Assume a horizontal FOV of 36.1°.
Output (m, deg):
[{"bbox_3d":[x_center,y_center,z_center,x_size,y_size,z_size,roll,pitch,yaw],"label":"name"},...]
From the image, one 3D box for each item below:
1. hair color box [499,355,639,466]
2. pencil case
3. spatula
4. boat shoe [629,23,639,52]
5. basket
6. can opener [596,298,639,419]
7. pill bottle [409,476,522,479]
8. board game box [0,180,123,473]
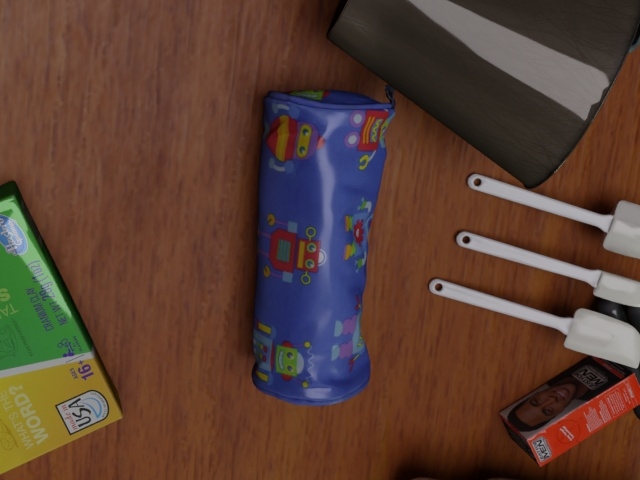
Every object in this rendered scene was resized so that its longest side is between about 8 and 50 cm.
[{"bbox_3d":[0.281,0.186,1.100,0.141,0.072,0.043,-31,112,-7],"label":"hair color box"},{"bbox_3d":[0.000,0.000,0.942,0.119,0.133,0.306,10,105,24],"label":"pencil case"},{"bbox_3d":[0.251,0.023,1.045,0.242,0.019,0.168,18,100,-1],"label":"spatula"},{"bbox_3d":[0.298,-0.330,0.948,0.116,0.099,0.319,5,104,-18],"label":"boat shoe"},{"bbox_3d":[0.134,-0.186,0.866,0.227,0.154,0.204,26,95,-8],"label":"basket"},{"bbox_3d":[0.407,0.167,1.147,0.095,0.076,0.283,-42,116,-37],"label":"can opener"},{"bbox_3d":[0.253,0.375,1.074,0.361,0.204,0.204,16,100,-19],"label":"pill bottle"},{"bbox_3d":[-0.374,0.119,0.890,0.317,0.064,0.242,-25,110,-9],"label":"board game box"}]
